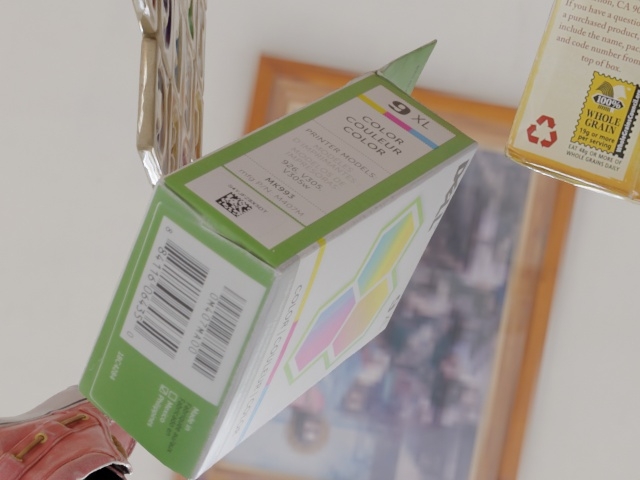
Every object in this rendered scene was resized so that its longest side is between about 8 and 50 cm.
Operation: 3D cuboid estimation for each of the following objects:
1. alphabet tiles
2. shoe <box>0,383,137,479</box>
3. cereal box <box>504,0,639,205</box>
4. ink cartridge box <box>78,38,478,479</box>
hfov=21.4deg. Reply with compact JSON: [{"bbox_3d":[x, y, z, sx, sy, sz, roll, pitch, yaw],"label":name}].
[{"bbox_3d":[-0.078,-0.182,0.923,0.011,0.343,0.285,1,163,1],"label":"alphabet tiles"},{"bbox_3d":[-0.128,0.123,0.899,0.081,0.063,0.178,21,-171,23],"label":"shoe"},{"bbox_3d":[0.139,-0.126,0.533,0.047,0.240,0.173,21,-173,24],"label":"cereal box"},{"bbox_3d":[0.000,0.000,0.701,0.062,0.109,0.209,36,-144,16],"label":"ink cartridge box"}]
